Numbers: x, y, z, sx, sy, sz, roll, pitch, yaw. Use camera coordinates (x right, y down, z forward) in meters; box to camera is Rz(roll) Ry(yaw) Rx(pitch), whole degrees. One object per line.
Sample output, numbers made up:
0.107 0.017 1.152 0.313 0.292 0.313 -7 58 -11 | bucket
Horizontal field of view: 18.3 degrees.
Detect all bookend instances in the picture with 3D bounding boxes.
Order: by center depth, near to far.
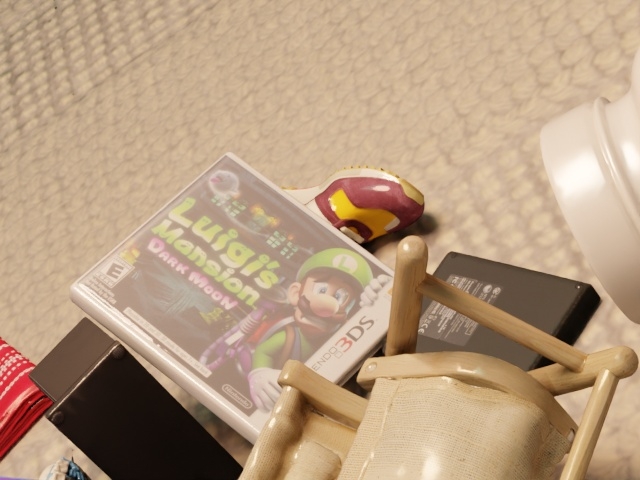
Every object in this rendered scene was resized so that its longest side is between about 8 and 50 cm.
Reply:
-0.157 0.118 1.440 0.072 0.157 0.156 -46 37 -9 | bookend

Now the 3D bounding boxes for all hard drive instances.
0.116 0.058 1.371 0.135 0.022 0.094 14 62 49 | hard drive

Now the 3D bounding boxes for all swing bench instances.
0.033 0.175 1.181 0.253 0.165 0.255 -65 6 -28 | swing bench

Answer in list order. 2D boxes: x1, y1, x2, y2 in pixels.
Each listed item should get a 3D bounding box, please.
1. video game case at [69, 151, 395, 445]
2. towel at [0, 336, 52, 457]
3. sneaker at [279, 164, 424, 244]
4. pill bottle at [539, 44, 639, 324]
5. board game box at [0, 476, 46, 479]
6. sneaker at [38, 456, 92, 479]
-0.052 0.040 1.420 0.190 0.022 0.173 36 58 19 | video game case
-0.347 0.147 1.689 0.199 0.031 0.275 -48 36 -11 | towel
0.000 0.000 1.509 0.185 0.069 0.084 -12 53 43 | sneaker
0.311 -0.081 1.202 0.334 0.188 0.188 -27 38 18 | pill bottle
-0.289 0.225 1.293 0.347 0.233 0.078 -27 60 49 | board game box
-0.199 0.239 1.428 0.083 0.071 0.191 -31 36 23 | sneaker
